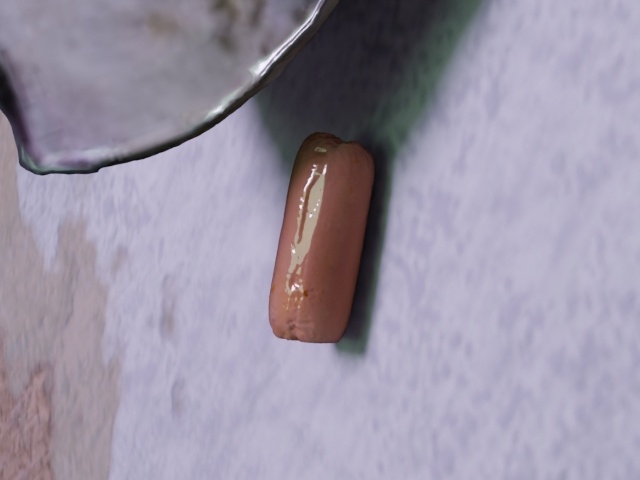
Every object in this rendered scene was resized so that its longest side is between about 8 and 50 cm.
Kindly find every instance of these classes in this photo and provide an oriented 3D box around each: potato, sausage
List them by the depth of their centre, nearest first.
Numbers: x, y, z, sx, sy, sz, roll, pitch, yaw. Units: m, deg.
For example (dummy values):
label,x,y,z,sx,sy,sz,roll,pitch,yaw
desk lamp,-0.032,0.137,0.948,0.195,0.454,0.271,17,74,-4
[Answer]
label,x,y,z,sx,sy,sz,roll,pitch,yaw
sausage,0.000,0.000,0.686,0.034,0.034,0.083,22,104,60
potato,-0.037,-0.175,0.724,0.264,0.211,0.189,-75,-36,-63
